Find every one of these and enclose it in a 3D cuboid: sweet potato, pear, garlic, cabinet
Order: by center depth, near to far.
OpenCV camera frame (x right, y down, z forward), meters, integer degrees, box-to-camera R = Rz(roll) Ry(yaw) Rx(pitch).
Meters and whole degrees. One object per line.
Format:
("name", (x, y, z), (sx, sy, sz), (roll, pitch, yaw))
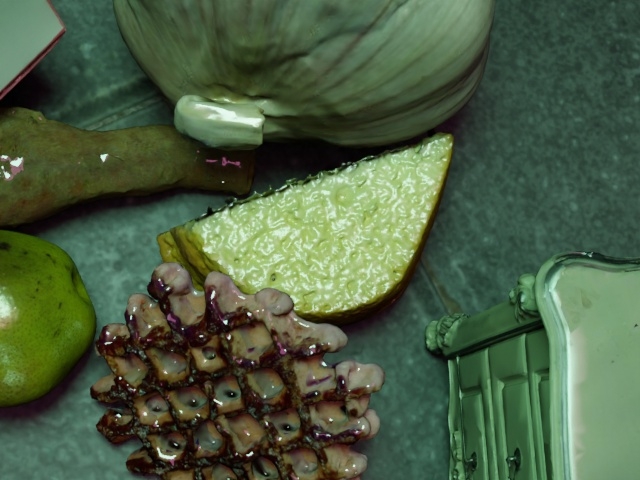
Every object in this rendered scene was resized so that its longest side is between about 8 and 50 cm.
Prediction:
("cabinet", (0.219, 0.176, 0.763), (0.227, 0.318, 0.290), (-1, 79, -10))
("pear", (-0.246, 0.049, 0.811), (0.141, 0.104, 0.141), (-2, 38, 1))
("garlic", (-0.012, -0.188, 0.814), (0.321, 0.322, 0.241), (-5, 83, -9))
("sweet potato", (-0.240, -0.058, 0.858), (0.385, 0.109, 0.109), (-8, 79, -9))

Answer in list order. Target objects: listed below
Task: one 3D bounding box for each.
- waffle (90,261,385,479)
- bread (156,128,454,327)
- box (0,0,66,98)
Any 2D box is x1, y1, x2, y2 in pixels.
("waffle", (-0.070, 0.127, 0.818), (0.234, 0.055, 0.221), (25, 117, 6))
("bread", (0.008, 0.006, 0.868), (0.260, 0.129, 0.134), (-22, 90, -10))
("box", (-0.419, -0.194, 0.710), (0.312, 0.314, 0.300), (31, 71, 27))
